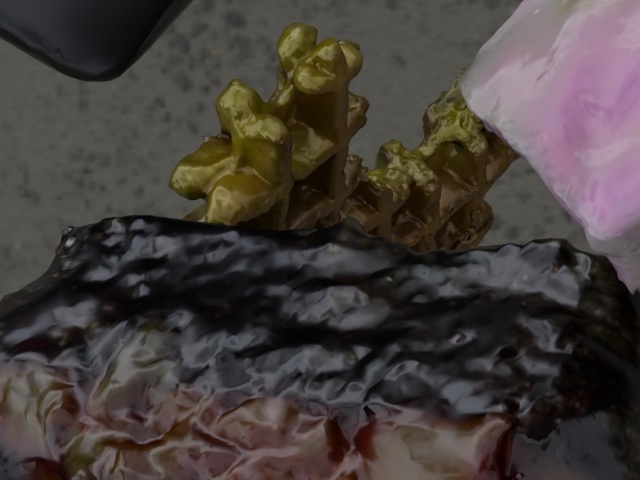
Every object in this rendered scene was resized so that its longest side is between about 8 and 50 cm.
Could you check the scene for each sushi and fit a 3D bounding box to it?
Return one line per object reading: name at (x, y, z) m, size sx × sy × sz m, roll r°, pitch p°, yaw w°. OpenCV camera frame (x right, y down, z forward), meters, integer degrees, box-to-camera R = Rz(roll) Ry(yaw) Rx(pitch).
sushi at (0.009, 0.107, 0.730) m, size 0.343 × 0.182 × 0.196 m, roll 7°, pitch 138°, yaw 23°

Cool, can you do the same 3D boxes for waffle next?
waffle at (0.000, 0.000, 0.955) m, size 0.069 × 0.293 × 0.260 m, roll 36°, pitch 107°, yaw 27°

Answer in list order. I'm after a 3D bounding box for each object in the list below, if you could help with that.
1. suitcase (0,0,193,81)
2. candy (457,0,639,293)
suitcase at (-0.137, -0.292, 0.930) m, size 0.339 × 0.188 × 0.345 m, roll 33°, pitch 106°, yaw -15°
candy at (0.190, -0.089, 0.587) m, size 0.265 × 0.155 × 0.116 m, roll -41°, pitch 57°, yaw 14°
